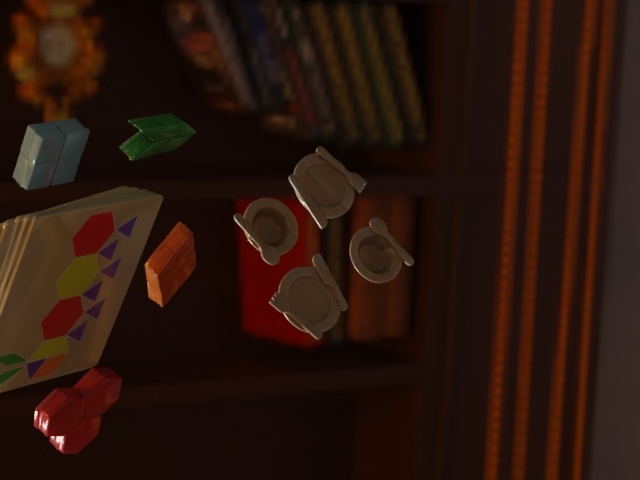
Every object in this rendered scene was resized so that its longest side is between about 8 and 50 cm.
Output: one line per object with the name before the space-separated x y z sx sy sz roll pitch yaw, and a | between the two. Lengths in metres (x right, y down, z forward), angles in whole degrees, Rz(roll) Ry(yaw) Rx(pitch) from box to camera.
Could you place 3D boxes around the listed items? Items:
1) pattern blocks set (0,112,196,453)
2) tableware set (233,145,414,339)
pattern blocks set | -0.203 0.042 1.397 0.026 0.325 0.285 39 -158 27
tableware set | 0.000 0.000 1.687 0.168 0.141 0.020 -38 -178 -36
